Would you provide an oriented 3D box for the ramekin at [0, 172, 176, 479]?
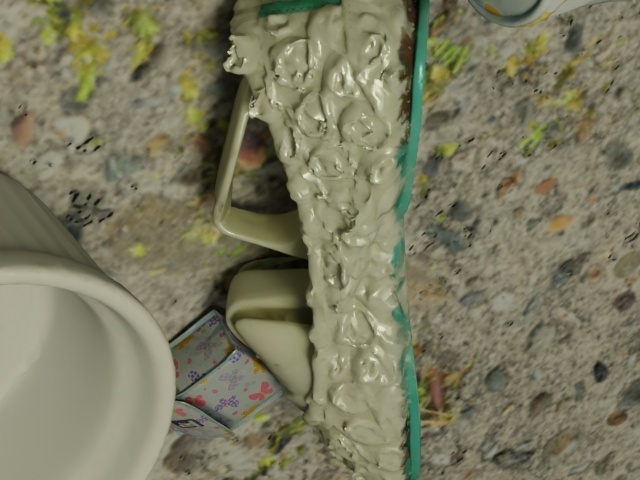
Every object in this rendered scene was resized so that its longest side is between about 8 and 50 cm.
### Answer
[{"bbox_3d":[-0.234,0.086,1.072,0.277,0.135,0.277,-20,136,-21],"label":"ramekin"}]

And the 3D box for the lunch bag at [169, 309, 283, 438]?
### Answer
[{"bbox_3d":[-0.076,0.098,1.270,0.083,0.053,0.071,-35,140,10],"label":"lunch bag"}]

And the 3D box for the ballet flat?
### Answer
[{"bbox_3d":[0.000,0.000,1.202,0.147,0.147,0.409,-21,134,-21],"label":"ballet flat"}]

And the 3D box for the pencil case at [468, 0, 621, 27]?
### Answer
[{"bbox_3d":[0.210,-0.200,1.153,0.273,0.124,0.113,-12,133,-28],"label":"pencil case"}]
